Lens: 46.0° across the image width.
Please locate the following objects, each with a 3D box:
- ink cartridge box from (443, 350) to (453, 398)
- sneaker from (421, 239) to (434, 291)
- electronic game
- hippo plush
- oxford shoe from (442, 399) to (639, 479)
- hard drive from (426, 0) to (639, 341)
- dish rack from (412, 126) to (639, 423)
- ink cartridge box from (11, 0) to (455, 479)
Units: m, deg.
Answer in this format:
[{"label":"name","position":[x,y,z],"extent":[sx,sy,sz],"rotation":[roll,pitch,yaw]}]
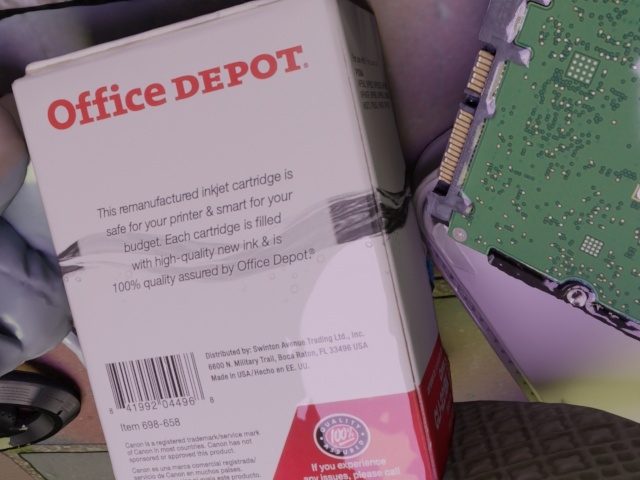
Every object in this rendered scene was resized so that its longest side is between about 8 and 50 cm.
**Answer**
[{"label":"ink cartridge box","position":[0.012,0.107,0.694],"extent":[0.171,0.100,0.237],"rotation":[-11,140,18]},{"label":"sneaker","position":[0.000,0.000,0.564],"extent":[0.190,0.071,0.083],"rotation":[29,162,19]},{"label":"electronic game","position":[-0.392,0.195,0.857],"extent":[0.229,0.048,0.229],"rotation":[-8,152,-5]},{"label":"hippo plush","position":[-0.300,-0.011,0.542],"extent":[0.236,0.234,0.294],"rotation":[16,-174,13]},{"label":"oxford shoe","position":[0.070,0.191,0.497],"extent":[0.169,0.130,0.449],"rotation":[-19,-179,-36]},{"label":"hard drive","position":[0.229,-0.035,0.323],"extent":[0.338,0.064,0.237],"rotation":[28,127,21]},{"label":"dish rack","position":[0.217,0.008,0.445],"extent":[0.332,0.072,0.286],"rotation":[-34,90,42]},{"label":"ink cartridge box","position":[-0.043,0.011,0.458],"extent":[0.196,0.114,0.273],"rotation":[-10,98,17]}]
